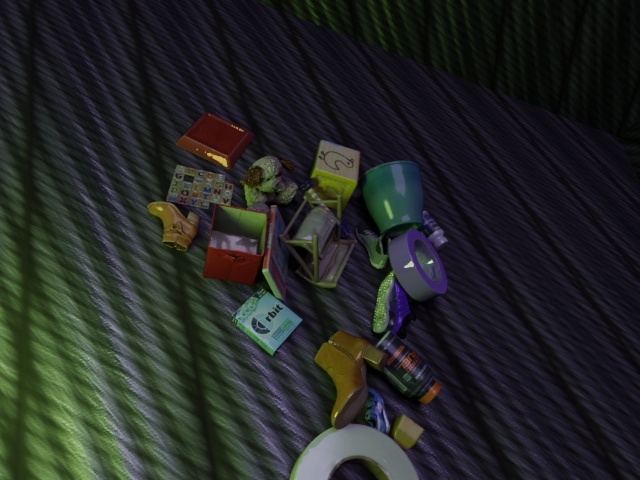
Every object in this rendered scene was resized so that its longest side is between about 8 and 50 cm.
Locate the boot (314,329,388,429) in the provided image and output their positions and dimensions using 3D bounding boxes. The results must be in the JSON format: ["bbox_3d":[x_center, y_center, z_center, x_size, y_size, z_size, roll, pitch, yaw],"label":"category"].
[{"bbox_3d":[0.058,0.426,1.419,0.211,0.104,0.295,15,50,37],"label":"boot"}]

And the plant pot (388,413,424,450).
[{"bbox_3d":[0.258,0.603,1.398,0.081,0.081,0.083,34,61,7],"label":"plant pot"}]

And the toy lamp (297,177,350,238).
[{"bbox_3d":[0.021,-0.125,1.822,0.275,0.080,0.080,51,49,-10],"label":"toy lamp"}]

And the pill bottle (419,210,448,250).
[{"bbox_3d":[0.477,-0.039,1.968,0.094,0.094,0.169,-21,64,-33],"label":"pill bottle"}]

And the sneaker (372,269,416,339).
[{"bbox_3d":[0.291,0.243,1.684,0.146,0.102,0.293,26,52,-9],"label":"sneaker"}]

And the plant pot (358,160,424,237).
[{"bbox_3d":[0.316,-0.158,1.902,0.271,0.271,0.255,-2,69,-22],"label":"plant pot"}]

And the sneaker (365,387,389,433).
[{"bbox_3d":[0.171,0.540,1.428,0.059,0.053,0.144,-2,54,-20],"label":"sneaker"}]

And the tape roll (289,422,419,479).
[{"bbox_3d":[0.101,0.715,1.252,0.392,0.072,0.392,10,52,-13],"label":"tape roll"}]

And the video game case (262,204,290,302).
[{"bbox_3d":[-0.151,0.047,1.594,0.025,0.204,0.285,-6,51,10],"label":"video game case"}]

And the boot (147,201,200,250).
[{"bbox_3d":[-0.537,-0.051,1.600,0.197,0.073,0.152,15,54,-6],"label":"boot"}]

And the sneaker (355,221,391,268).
[{"bbox_3d":[0.227,-0.010,1.823,0.086,0.132,0.229,-10,59,-27],"label":"sneaker"}]

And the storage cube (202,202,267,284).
[{"bbox_3d":[-0.294,0.016,1.560,0.183,0.193,0.215,10,50,-14],"label":"storage cube"}]

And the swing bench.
[{"bbox_3d":[0.000,0.000,1.683,0.165,0.255,0.253,1,41,28],"label":"swing bench"}]

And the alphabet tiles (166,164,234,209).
[{"bbox_3d":[-0.468,-0.205,1.785,0.237,0.009,0.198,11,51,-13],"label":"alphabet tiles"}]

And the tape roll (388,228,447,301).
[{"bbox_3d":[0.380,0.096,1.748,0.275,0.090,0.275,36,38,-34],"label":"tape roll"}]

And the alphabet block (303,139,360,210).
[{"bbox_3d":[0.049,-0.276,1.921,0.192,0.193,0.197,15,50,-8],"label":"alphabet block"}]

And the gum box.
[{"bbox_3d":[-0.179,0.267,1.510,0.184,0.041,0.157,38,50,10],"label":"gum box"}]

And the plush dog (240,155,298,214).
[{"bbox_3d":[-0.217,-0.236,1.763,0.210,0.225,0.262,44,51,14],"label":"plush dog"}]

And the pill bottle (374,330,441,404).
[{"bbox_3d":[0.282,0.430,1.505,0.245,0.130,0.130,42,51,12],"label":"pill bottle"}]

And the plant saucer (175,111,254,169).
[{"bbox_3d":[-0.451,-0.449,1.957,0.259,0.048,0.258,25,49,0],"label":"plant saucer"}]
